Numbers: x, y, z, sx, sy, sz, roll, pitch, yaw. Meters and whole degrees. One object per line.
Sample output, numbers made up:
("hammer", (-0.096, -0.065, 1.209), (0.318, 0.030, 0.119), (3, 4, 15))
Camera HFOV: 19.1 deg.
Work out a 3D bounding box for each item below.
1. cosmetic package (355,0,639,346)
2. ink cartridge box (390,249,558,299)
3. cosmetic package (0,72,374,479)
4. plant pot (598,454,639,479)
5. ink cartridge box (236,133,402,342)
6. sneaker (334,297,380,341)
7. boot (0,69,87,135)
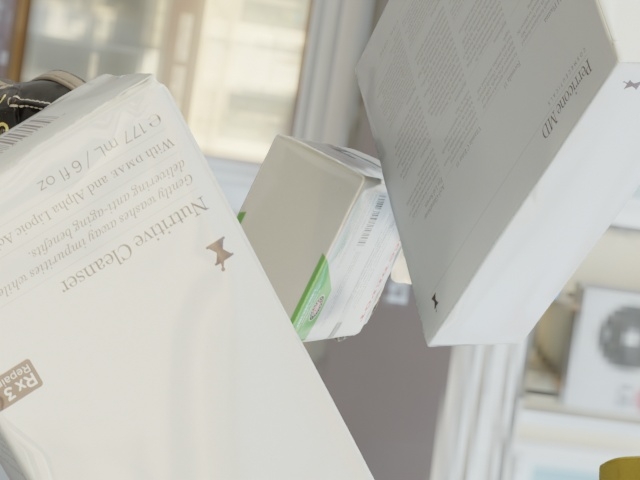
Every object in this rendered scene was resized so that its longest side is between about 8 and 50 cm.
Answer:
("cosmetic package", (0.151, -0.132, 1.462), (0.377, 0.097, 0.284), (119, -33, -52))
("ink cartridge box", (0.166, -0.004, 1.995), (0.061, 0.181, 0.104), (111, -18, -55))
("cosmetic package", (-0.128, 0.101, 1.320), (0.385, 0.217, 0.156), (60, -16, -16))
("plant pot", (0.392, 0.303, 2.355), (0.083, 0.081, 0.081), (0, -92, 38))
("ink cartridge box", (0.000, 0.000, 1.675), (0.160, 0.092, 0.219), (-64, 165, 7))
("sneaker", (0.033, 0.041, 2.339), (0.071, 0.066, 0.188), (45, -38, 28))
("boot", (-0.421, -0.085, 2.191), (0.377, 0.284, 0.138), (14, -52, 48))
